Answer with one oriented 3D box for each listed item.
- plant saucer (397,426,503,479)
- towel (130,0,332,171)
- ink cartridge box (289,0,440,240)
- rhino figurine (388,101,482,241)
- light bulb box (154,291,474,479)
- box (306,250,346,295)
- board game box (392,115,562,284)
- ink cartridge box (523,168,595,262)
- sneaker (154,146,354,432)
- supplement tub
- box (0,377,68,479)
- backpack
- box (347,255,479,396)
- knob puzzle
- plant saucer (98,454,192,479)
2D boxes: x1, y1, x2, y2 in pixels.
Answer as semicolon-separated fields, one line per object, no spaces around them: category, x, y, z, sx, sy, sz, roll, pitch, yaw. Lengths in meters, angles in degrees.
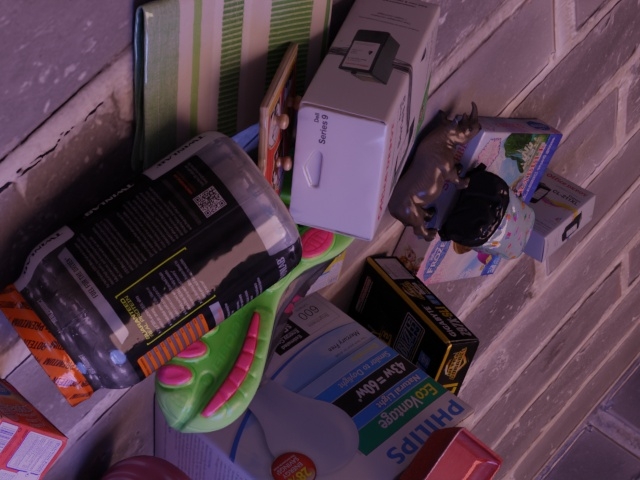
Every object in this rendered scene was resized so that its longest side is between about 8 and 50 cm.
plant saucer;0.157;0.401;1.881;0.259;0.047;0.258;-55;150;-5
towel;-0.106;-0.236;1.585;0.324;0.038;0.248;-29;142;-37
ink cartridge box;0.063;-0.172;1.699;0.289;0.121;0.211;-65;166;-44
rhino figurine;0.198;-0.126;2.100;0.106;0.073;0.243;26;98;-28
light bulb box;-0.014;0.326;1.969;0.358;0.361;0.225;-33;145;-35
box;0.000;0.000;1.982;0.105;0.043;0.179;-24;141;-43
board game box;0.289;-0.074;2.310;0.318;0.066;0.319;-6;125;-53
ink cartridge box;0.449;-0.053;2.508;0.175;0.127;0.072;-37;144;-31
sneaker;-0.099;0.057;1.769;0.483;0.185;0.202;-55;-175;-25
supplement tub;-0.207;0.037;1.511;0.338;0.207;0.207;-36;147;-13
box;-0.468;0.305;1.496;0.300;0.142;0.154;-54;151;-2
backpack;0.297;-0.034;2.177;0.152;0.115;0.182;-59;153;2
box;0.127;0.229;2.182;0.079;0.257;0.322;-4;125;-37
knob puzzle;-0.047;-0.129;1.609;0.213;0.030;0.213;9;90;-83
plant saucer;-0.258;0.481;1.804;0.084;0.332;0.332;-6;125;-44
